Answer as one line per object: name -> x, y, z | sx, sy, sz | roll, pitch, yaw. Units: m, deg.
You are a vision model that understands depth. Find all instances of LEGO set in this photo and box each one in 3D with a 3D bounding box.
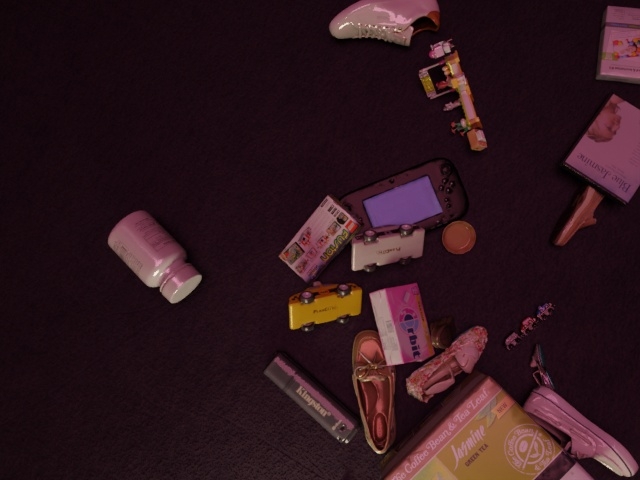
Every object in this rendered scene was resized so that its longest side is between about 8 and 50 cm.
LEGO set -> 0.326, -0.354, 1.460 | 0.107, 0.132, 0.286 | -18, 104, 20

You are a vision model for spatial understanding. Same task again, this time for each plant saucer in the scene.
plant saucer -> 0.344, -0.008, 1.442 | 0.084, 0.015, 0.083 | 0, 98, 0

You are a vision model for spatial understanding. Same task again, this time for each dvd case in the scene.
dvd case -> 0.723, -0.226, 1.411 | 0.180, 0.022, 0.253 | 36, 75, 10

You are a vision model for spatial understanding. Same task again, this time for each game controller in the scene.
game controller -> 0.204, -0.084, 1.451 | 0.320, 0.067, 0.166 | -22, 80, 3

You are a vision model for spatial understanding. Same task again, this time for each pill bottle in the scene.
pill bottle -> -0.415, 0.044, 1.467 | 0.229, 0.131, 0.131 | 44, 88, 10

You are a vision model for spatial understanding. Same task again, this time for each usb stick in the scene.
usb stick -> -0.022, 0.382, 1.420 | 0.278, 0.045, 0.077 | 40, 87, 10

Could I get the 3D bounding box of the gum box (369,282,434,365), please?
gum box -> 0.197, 0.204, 1.386 | 0.107, 0.062, 0.188 | -6, 78, -36

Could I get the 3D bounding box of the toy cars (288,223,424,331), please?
toy cars -> 0.077, 0.076, 1.410 | 0.394, 0.176, 0.087 | -44, 37, 7

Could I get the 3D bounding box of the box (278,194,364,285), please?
box -> 0.000, 0.000, 1.443 | 0.114, 0.036, 0.207 | 43, 108, 9

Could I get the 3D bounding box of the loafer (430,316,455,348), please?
loafer -> 0.283, 0.221, 1.368 | 0.050, 0.148, 0.056 | -14, 91, 26

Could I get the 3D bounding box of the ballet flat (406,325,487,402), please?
ballet flat -> 0.312, 0.302, 1.372 | 0.241, 0.077, 0.091 | -40, 119, 5

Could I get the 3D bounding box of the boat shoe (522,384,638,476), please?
boat shoe -> 0.580, 0.448, 1.311 | 0.267, 0.096, 0.088 | 41, 73, 12

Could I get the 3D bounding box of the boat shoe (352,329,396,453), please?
boat shoe -> 0.135, 0.356, 1.384 | 0.105, 0.089, 0.284 | -11, 80, 5

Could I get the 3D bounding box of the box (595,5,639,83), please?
box -> 0.783, -0.492, 1.461 | 0.145, 0.038, 0.186 | 9, 84, 8

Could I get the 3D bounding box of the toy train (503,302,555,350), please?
toy train -> 0.503, 0.204, 1.399 | 0.158, 0.027, 0.036 | -42, 69, 0

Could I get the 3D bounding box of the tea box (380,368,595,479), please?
tea box -> 0.354, 0.516, 1.271 | 0.329, 0.220, 0.323 | -45, 79, -2

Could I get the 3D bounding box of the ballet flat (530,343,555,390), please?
ballet flat -> 0.522, 0.305, 1.377 | 0.041, 0.041, 0.114 | -16, 79, 4

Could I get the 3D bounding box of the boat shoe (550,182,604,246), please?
boat shoe -> 0.635, -0.058, 1.404 | 0.072, 0.068, 0.190 | 34, 87, -2

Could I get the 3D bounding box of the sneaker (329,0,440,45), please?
sneaker -> 0.171, -0.559, 1.501 | 0.291, 0.106, 0.122 | -14, 78, 3
